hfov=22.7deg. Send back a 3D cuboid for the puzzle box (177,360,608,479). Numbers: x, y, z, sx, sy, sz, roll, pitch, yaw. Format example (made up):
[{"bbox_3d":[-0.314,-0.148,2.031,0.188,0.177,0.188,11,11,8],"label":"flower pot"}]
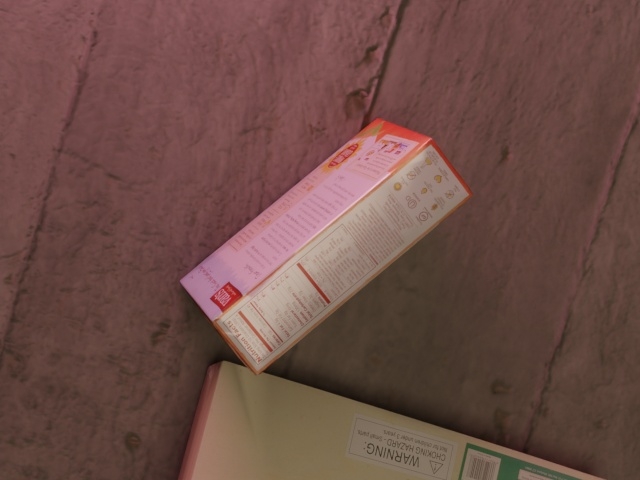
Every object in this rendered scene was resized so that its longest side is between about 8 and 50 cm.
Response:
[{"bbox_3d":[0.059,0.294,1.418,0.409,0.052,0.272,19,73,-17],"label":"puzzle box"}]

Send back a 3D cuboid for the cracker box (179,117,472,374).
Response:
[{"bbox_3d":[0.000,0.000,1.341,0.232,0.156,0.067,-39,108,-4],"label":"cracker box"}]
